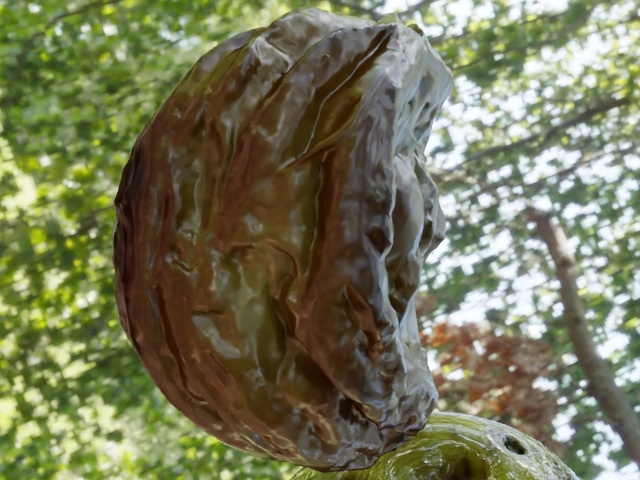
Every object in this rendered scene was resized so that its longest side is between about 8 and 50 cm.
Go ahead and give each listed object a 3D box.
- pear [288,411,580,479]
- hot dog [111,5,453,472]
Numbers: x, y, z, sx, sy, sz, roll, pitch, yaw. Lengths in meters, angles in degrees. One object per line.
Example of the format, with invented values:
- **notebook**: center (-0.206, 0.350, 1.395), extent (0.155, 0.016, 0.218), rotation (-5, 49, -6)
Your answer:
- **pear**: center (0.076, 0.251, 0.788), extent (0.283, 0.283, 0.284), rotation (51, -27, 39)
- **hot dog**: center (0.000, 0.000, 0.513), extent (0.272, 0.122, 0.196), rotation (22, 73, -80)
